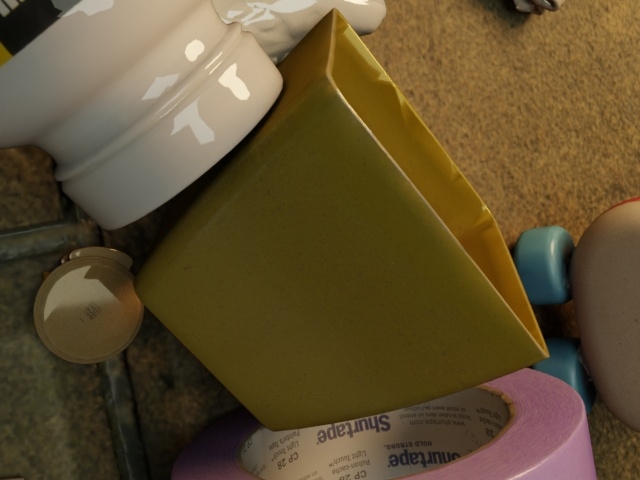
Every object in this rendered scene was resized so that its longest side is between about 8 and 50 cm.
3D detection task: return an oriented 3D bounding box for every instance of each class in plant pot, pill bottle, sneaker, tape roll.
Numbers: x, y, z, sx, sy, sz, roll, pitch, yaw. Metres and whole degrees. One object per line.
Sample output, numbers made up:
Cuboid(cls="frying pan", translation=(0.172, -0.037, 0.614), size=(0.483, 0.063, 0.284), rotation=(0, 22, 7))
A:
Cuboid(cls="plant pot", translation=(0.000, 0.000, 0.548), size=(0.187, 0.212, 0.212), rotation=(-35, 110, 17))
Cuboid(cls="pill bottle", translation=(-0.174, -0.173, 0.419), size=(0.188, 0.188, 0.334), rotation=(-47, 113, -18))
Cuboid(cls="sneaker", translation=(-0.062, -0.159, 0.601), size=(0.235, 0.090, 0.095), rotation=(-3, 100, -20))
Cuboid(cls="tape roll", translation=(0.043, 0.165, 0.541), size=(0.274, 0.274, 0.090), rotation=(-13, 96, -26))

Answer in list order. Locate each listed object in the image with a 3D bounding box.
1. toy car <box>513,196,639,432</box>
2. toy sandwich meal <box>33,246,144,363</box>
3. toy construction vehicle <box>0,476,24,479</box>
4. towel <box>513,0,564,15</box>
Cuboid(cls="toy car", translation=(0.336, 0.053, 0.761), size=(0.238, 0.219, 0.210), rotation=(-18, 99, -55))
Cuboid(cls="toy sandwich meal", translation=(-0.166, 0.046, 0.574), size=(0.085, 0.029, 0.086), rotation=(-3, 96, -27))
Cuboid(cls="toy construction vehicle", translation=(-0.232, 0.212, 0.537), size=(0.085, 0.035, 0.098), rotation=(6, 87, -27))
Cuboid(cls="towel", translation=(0.208, -0.367, 0.748), size=(0.187, 0.049, 0.282), rotation=(38, 73, -23))
